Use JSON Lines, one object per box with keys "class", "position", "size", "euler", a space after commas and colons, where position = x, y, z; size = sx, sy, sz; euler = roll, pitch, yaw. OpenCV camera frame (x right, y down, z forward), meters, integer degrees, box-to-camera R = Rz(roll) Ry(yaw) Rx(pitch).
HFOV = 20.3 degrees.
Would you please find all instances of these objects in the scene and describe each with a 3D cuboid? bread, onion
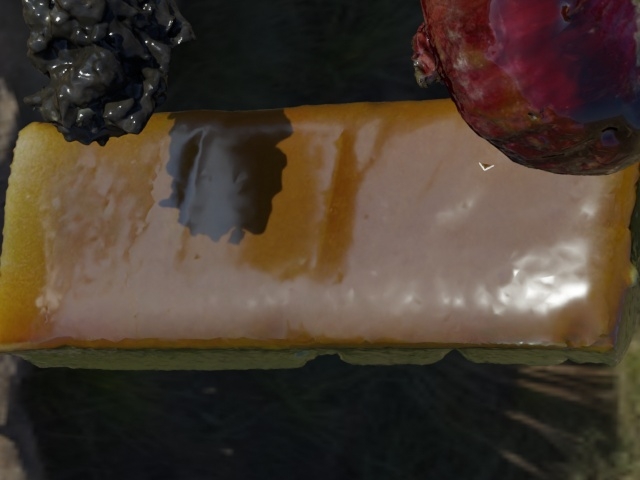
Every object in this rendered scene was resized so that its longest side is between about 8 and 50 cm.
{"class": "bread", "position": [-0.001, 0.000, 0.965], "size": [0.077, 0.361, 0.138], "euler": [42, 50, -62]}
{"class": "onion", "position": [0.070, -0.071, 0.545], "size": [0.107, 0.097, 0.107], "euler": [38, 45, -52]}

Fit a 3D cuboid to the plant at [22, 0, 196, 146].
{"class": "plant", "position": [-0.113, -0.125, 0.865], "size": [0.087, 0.085, 0.174], "euler": [-16, 70, 4]}
